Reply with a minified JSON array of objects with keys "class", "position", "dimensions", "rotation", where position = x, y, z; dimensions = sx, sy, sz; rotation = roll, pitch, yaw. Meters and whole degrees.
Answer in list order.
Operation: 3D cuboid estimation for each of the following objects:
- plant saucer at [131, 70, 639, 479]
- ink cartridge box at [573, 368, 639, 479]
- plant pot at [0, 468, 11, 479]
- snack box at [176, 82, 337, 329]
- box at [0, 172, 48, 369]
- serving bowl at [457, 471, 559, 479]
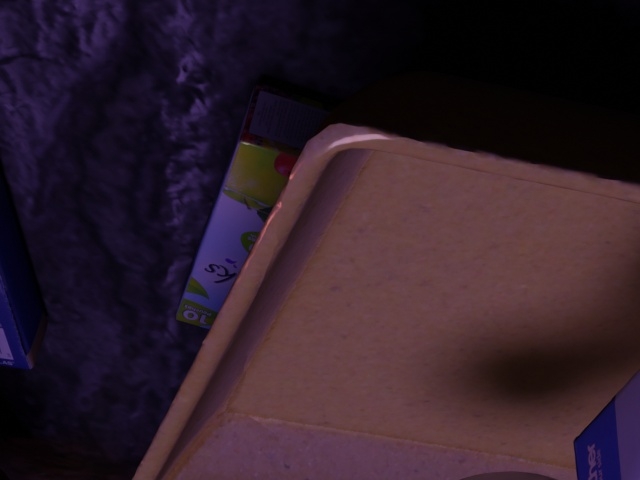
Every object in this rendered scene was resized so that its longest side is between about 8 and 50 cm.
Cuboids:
[{"class":"plant saucer","position":[0.106,0.050,0.755],"dimensions":[0.332,0.081,0.333],"rotation":[11,144,-15]},{"class":"ink cartridge box","position":[0.216,0.057,0.640],"dimensions":[0.185,0.065,0.311],"rotation":[10,142,-15]},{"class":"plant pot","position":[-0.275,0.169,0.904],"dimensions":[0.272,0.272,0.265],"rotation":[3,164,15]},{"class":"snack box","position":[0.000,0.000,0.798],"dimensions":[0.100,0.037,0.141],"rotation":[18,143,-5]},{"class":"box","position":[-0.214,-0.023,0.842],"dimensions":[0.136,0.036,0.225],"rotation":[7,144,10]},{"class":"serving bowl","position":[0.077,0.118,0.758],"dimensions":[0.083,0.027,0.083],"rotation":[0,146,0]}]
